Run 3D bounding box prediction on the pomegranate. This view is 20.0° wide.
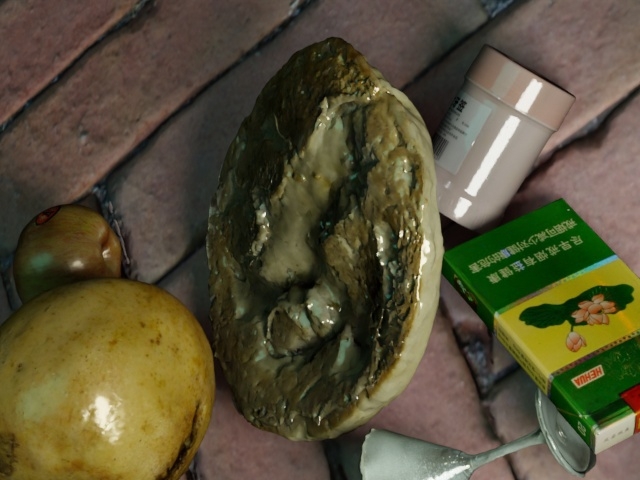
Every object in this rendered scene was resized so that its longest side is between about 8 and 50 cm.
[{"bbox_3d":[-0.232,0.158,1.789,0.260,0.260,0.260,-14,68,37],"label":"pomegranate"}]

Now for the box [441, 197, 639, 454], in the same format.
[{"bbox_3d":[0.218,0.067,1.537,0.132,0.034,0.235,-24,49,-19],"label":"box"}]

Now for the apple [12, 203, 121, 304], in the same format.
[{"bbox_3d":[-0.270,0.027,1.956,0.102,0.126,0.126,-3,73,14],"label":"apple"}]

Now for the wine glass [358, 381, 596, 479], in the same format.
[{"bbox_3d":[0.137,0.186,1.569,0.183,0.122,0.122,-27,60,26],"label":"wine glass"}]

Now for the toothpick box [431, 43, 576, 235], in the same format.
[{"bbox_3d":[0.153,-0.090,1.650,0.098,0.098,0.149,38,102,41],"label":"toothpick box"}]

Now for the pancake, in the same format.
[{"bbox_3d":[0.000,0.001,1.705,0.387,0.082,0.387,1,91,57],"label":"pancake"}]
